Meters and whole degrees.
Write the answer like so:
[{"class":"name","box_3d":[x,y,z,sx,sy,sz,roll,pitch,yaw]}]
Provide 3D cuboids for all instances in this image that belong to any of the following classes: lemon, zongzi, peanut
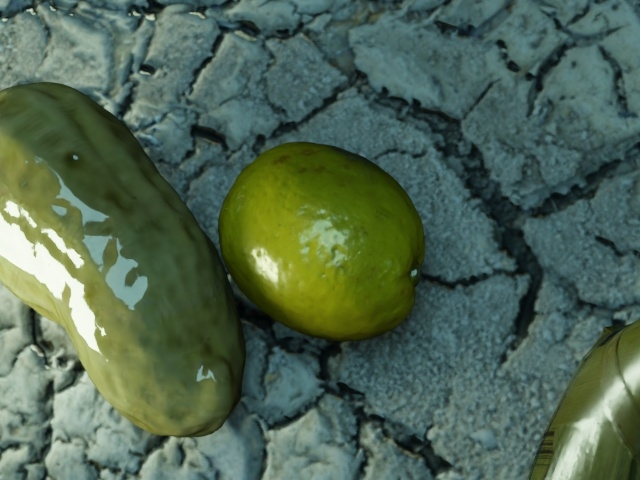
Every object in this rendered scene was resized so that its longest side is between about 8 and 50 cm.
[{"class":"lemon","box_3d":[0.000,0.000,1.436,0.207,0.170,0.170,27,79,22]},{"class":"zongzi","box_3d":[0.248,0.170,1.265,0.123,0.289,0.260,25,77,5]},{"class":"peanut","box_3d":[-0.204,0.019,1.461,0.387,0.169,0.192,52,127,16]}]
